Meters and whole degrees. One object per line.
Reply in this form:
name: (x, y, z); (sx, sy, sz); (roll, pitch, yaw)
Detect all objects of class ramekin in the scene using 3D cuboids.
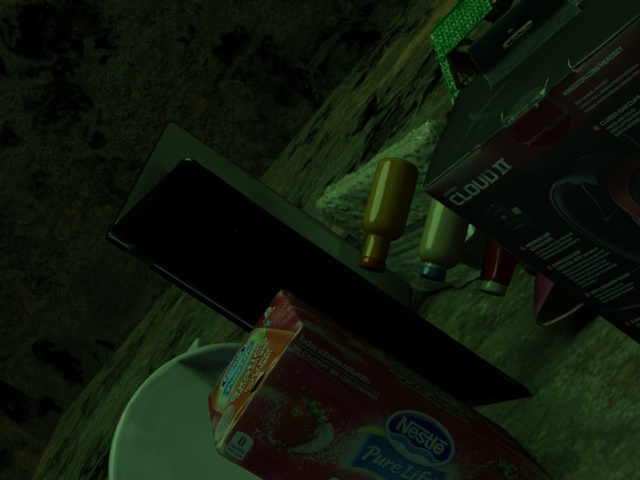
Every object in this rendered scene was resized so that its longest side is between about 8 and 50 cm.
ramekin: (-0.100, 0.257, 1.229); (0.273, 0.272, 0.127); (-63, 3, -27)

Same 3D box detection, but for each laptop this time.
laptop: (0.000, 0.000, 1.197); (0.236, 0.382, 0.408); (-47, 16, 30)

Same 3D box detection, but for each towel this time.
towel: (0.120, -0.028, 1.267); (0.049, 0.187, 0.282); (-58, 12, -26)

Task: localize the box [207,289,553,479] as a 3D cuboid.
box: (0.046, 0.164, 0.916); (0.123, 0.256, 0.128); (-56, 13, 3)

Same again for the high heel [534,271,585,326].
high heel: (0.260, -0.007, 0.941); (0.117, 0.082, 0.244); (-59, 11, -29)

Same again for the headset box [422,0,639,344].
headset box: (0.227, -0.053, 0.721); (0.218, 0.293, 0.110); (-41, 20, 49)

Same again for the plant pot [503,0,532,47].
plant pot: (0.263, -0.185, 0.956); (0.254, 0.237, 0.237); (-48, 13, -3)

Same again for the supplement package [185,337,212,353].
supplement package: (-0.169, 0.277, 1.658); (0.134, 0.139, 0.244); (-53, 15, 15)

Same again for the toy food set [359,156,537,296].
toy food set: (0.150, 0.009, 1.060); (0.111, 0.232, 0.105); (4, 75, 52)

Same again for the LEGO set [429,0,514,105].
LEGO set: (0.290, -0.211, 1.255); (0.331, 0.192, 0.255); (-50, 43, 34)
